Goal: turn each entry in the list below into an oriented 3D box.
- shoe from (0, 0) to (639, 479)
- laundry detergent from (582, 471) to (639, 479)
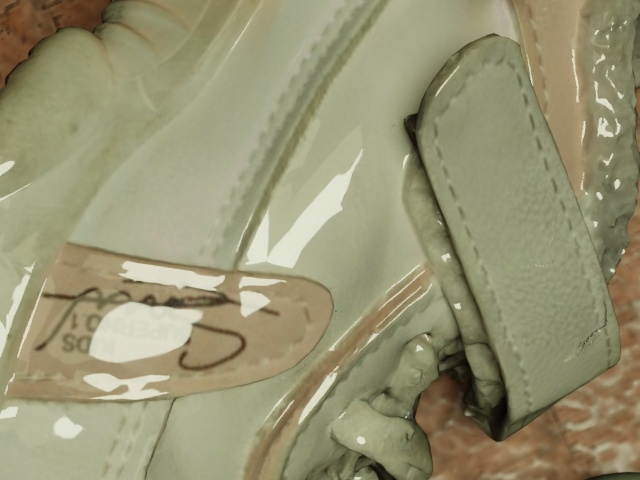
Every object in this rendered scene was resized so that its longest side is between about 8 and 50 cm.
[{"bbox_3d":[0.000,0.000,0.538,0.198,0.172,0.351,20,83,7],"label":"shoe"},{"bbox_3d":[0.128,0.132,0.557,0.225,0.070,0.099,14,88,6],"label":"laundry detergent"}]
